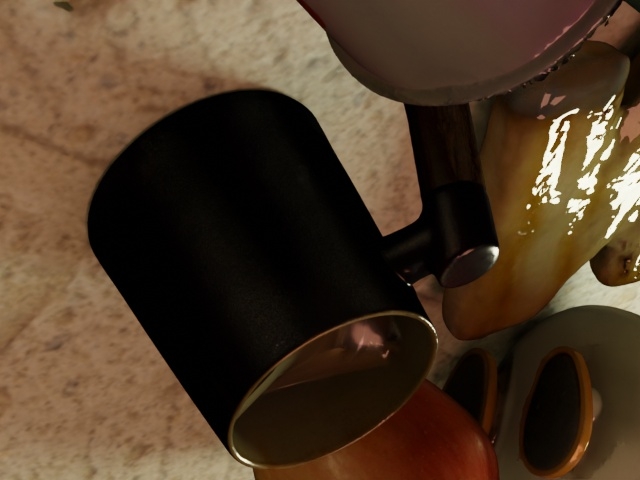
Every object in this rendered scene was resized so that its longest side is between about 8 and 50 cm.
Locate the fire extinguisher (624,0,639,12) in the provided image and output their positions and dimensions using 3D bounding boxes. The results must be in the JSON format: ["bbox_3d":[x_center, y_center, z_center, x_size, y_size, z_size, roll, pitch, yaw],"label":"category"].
[{"bbox_3d":[0.281,-0.142,1.008,0.311,0.095,0.114,25,115,-37],"label":"fire extinguisher"}]

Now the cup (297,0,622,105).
[{"bbox_3d":[0.005,-0.208,0.690,0.203,0.203,0.288,-42,141,13],"label":"cup"}]

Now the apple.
[{"bbox_3d":[0.039,0.177,1.214,0.199,0.199,0.199,-22,146,-16],"label":"apple"}]

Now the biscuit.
[{"bbox_3d":[0.209,-0.051,1.159,0.236,0.062,0.291,-19,144,-20],"label":"biscuit"}]

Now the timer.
[{"bbox_3d":[0.245,0.179,1.313,0.240,0.233,0.233,21,122,-27],"label":"timer"}]

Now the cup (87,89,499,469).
[{"bbox_3d":[-0.014,0.001,0.931,0.166,0.177,0.239,5,131,-43],"label":"cup"}]
